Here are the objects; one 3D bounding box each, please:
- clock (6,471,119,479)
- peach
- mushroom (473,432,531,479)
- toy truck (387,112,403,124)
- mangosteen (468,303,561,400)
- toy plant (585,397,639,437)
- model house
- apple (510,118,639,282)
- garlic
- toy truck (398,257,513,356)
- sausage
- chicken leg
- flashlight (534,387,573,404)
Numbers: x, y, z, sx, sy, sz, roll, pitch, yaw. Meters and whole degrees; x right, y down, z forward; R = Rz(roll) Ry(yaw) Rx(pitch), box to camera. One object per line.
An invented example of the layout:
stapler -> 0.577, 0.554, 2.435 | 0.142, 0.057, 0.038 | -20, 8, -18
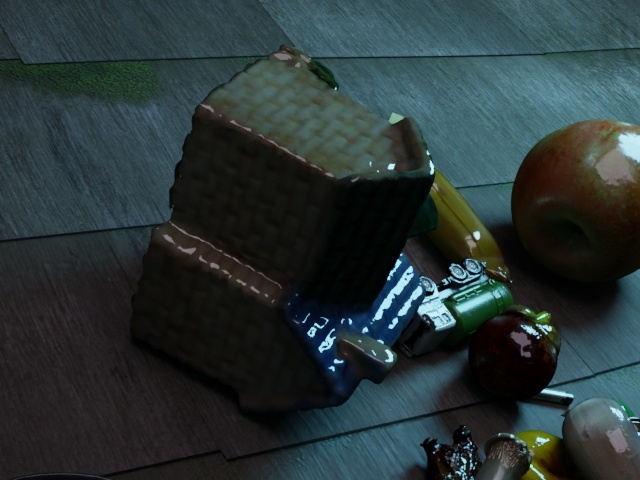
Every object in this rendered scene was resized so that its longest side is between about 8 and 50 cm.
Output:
clock -> -0.298, 0.444, 1.380 | 0.386, 0.076, 0.386 | 13, 37, -10
peach -> 0.341, 0.366, 1.757 | 0.179, 0.103, 0.179 | 15, 40, -13
mushroom -> 0.243, 0.378, 1.645 | 0.092, 0.081, 0.223 | 19, 64, -16
toy truck -> 0.084, -0.125, 2.189 | 0.124, 0.157, 0.272 | 27, 45, 6
mangosteen -> 0.324, 0.169, 1.937 | 0.156, 0.146, 0.181 | 17, 67, 31
toy plant -> 0.493, 0.318, 1.895 | 0.143, 0.105, 0.200 | 17, 24, -19
model house -> 0.000, 0.000, 1.779 | 0.400, 0.445, 0.395 | 30, 36, 16
apple -> 0.520, -0.069, 2.225 | 0.319, 0.319, 0.277 | 25, 54, 7
garlic -> 0.436, 0.340, 1.716 | 0.148, 0.128, 0.266 | 9, 51, -33
toy truck -> 0.225, 0.118, 2.023 | 0.242, 0.101, 0.125 | -17, 62, -43
sausage -> 0.258, -0.014, 2.193 | 0.112, 0.112, 0.328 | -8, 45, -32
chicken leg -> 0.192, 0.360, 1.728 | 0.105, 0.063, 0.234 | 14, 38, -2
flashlight -> 0.386, 0.260, 1.981 | 0.083, 0.018, 0.018 | 12, 38, -11
